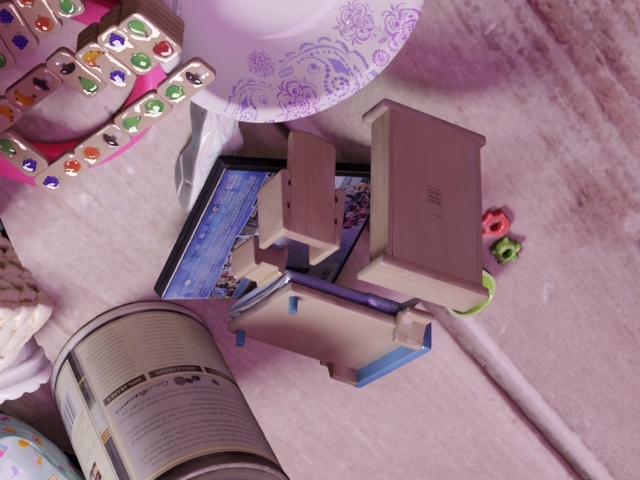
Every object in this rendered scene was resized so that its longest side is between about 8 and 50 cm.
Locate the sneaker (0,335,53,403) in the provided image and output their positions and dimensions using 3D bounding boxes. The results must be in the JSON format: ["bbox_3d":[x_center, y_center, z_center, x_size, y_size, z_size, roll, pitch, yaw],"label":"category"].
[{"bbox_3d":[-0.433,0.139,1.935,0.281,0.105,0.115,-19,99,-7],"label":"sneaker"}]

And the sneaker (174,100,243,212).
[{"bbox_3d":[-0.113,-0.094,1.919,0.061,0.054,0.152,-1,126,-30],"label":"sneaker"}]

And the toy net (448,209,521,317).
[{"bbox_3d":[0.160,-0.009,2.135,0.122,0.045,0.232,-35,134,3],"label":"toy net"}]

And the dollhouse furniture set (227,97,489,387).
[{"bbox_3d":[0.000,0.000,1.990,0.286,0.198,0.303,19,147,-28],"label":"dollhouse furniture set"}]

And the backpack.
[{"bbox_3d":[-0.336,0.274,2.033,0.152,0.115,0.182,-45,110,-13],"label":"backpack"}]

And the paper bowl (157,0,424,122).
[{"bbox_3d":[-0.049,-0.267,1.745,0.284,0.148,0.284,-14,132,-16],"label":"paper bowl"}]

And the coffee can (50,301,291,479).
[{"bbox_3d":[-0.165,0.228,1.998,0.201,0.275,0.202,-14,132,-17],"label":"coffee can"}]

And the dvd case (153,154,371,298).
[{"bbox_3d":[-0.049,-0.012,2.003,0.253,0.022,0.180,1,126,-44],"label":"dvd case"}]

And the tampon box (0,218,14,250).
[{"bbox_3d":[-0.373,0.034,1.812,0.101,0.161,0.120,-48,133,13],"label":"tampon box"}]

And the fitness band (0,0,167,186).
[{"bbox_3d":[-0.283,-0.160,1.777,0.290,0.054,0.209,18,116,-38],"label":"fitness band"}]

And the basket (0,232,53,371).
[{"bbox_3d":[-0.464,0.073,1.579,0.331,0.266,0.328,-50,162,16],"label":"basket"}]

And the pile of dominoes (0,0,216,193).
[{"bbox_3d":[-0.238,-0.146,1.678,0.251,0.040,0.196,-33,125,30],"label":"pile of dominoes"}]
